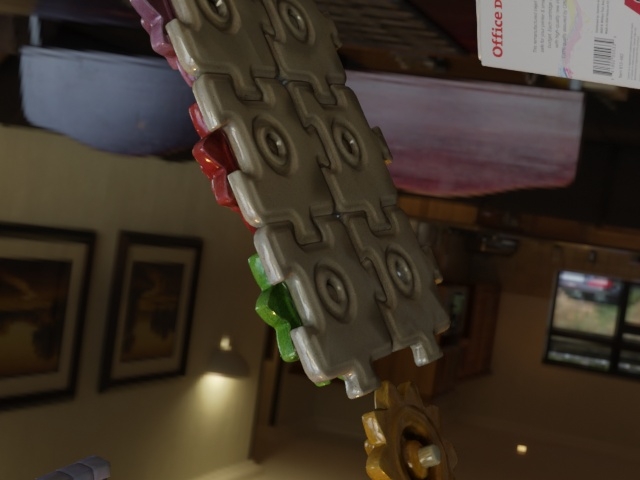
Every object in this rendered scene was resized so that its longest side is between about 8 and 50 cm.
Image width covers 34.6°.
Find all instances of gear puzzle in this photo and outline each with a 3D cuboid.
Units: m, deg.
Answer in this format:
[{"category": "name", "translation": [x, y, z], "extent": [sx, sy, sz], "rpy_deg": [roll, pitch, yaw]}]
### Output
[{"category": "gear puzzle", "translation": [0.000, 0.000, 0.556], "extent": [0.044, 0.339, 0.175], "rpy_deg": [-26, 172, 29]}]

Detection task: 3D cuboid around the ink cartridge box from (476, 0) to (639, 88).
[{"category": "ink cartridge box", "translation": [0.237, -0.218, 0.935], "extent": [0.175, 0.127, 0.072], "rpy_deg": [14, -136, 26]}]

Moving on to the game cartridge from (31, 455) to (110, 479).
[{"category": "game cartridge", "translation": [-0.398, 0.518, 1.502], "extent": [0.068, 0.355, 0.230], "rpy_deg": [8, -166, 42]}]
